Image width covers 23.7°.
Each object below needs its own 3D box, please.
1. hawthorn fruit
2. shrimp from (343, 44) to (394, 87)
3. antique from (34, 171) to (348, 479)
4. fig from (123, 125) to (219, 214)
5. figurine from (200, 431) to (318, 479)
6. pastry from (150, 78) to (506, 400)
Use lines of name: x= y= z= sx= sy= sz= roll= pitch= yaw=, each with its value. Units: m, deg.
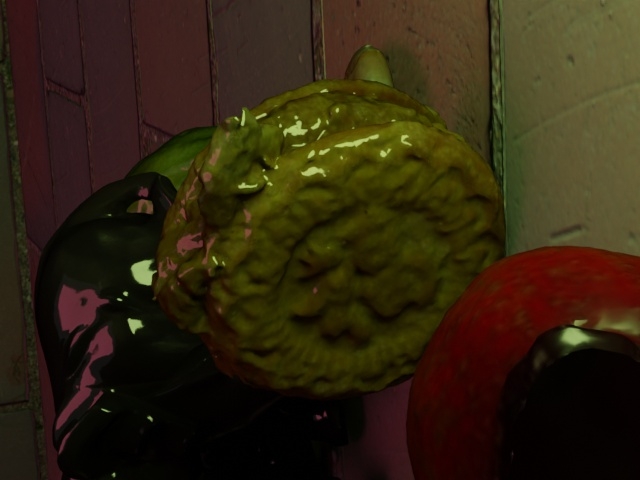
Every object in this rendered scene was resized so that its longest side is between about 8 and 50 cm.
hawthorn fruit: x=0.138 y=0.106 z=0.758 sx=0.249 sy=0.215 sz=0.215 roll=-155 pitch=60 yaw=-65
shrimp: x=0.027 y=-0.035 z=1.223 sx=0.145 sy=0.061 sz=0.267 roll=-104 pitch=12 yaw=-52
antique: x=-0.118 y=0.099 z=1.314 sx=0.185 sy=0.255 sz=0.322 roll=-115 pitch=11 yaw=-86
fig: x=-0.104 y=-0.038 z=1.445 sx=0.233 sy=0.167 sz=0.167 roll=-59 pitch=34 yaw=18
figurine: x=-0.097 y=0.183 z=1.517 sx=0.308 sy=0.143 sz=0.309 roll=173 pitch=90 yaw=-73
pastry: x=0.000 y=0.000 z=1.054 sx=0.132 sy=0.235 sz=0.240 roll=-117 pitch=37 yaw=-53
